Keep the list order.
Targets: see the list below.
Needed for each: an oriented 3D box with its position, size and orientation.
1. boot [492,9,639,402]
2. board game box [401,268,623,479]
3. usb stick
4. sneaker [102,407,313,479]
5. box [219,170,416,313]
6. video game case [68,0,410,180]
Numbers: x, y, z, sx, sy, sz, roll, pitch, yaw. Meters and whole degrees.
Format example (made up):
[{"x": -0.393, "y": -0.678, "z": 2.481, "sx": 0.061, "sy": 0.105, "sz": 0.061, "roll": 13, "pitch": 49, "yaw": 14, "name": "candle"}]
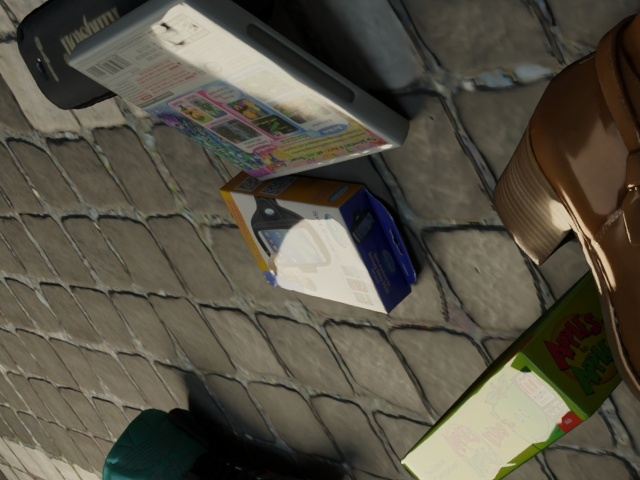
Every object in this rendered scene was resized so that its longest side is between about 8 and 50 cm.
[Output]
[{"x": 0.165, "y": 0.001, "z": 0.493, "sx": 0.197, "sy": 0.073, "sz": 0.152, "roll": 42, "pitch": 148, "yaw": 7, "name": "boot"}, {"x": 0.110, "y": 0.074, "z": 0.637, "sx": 0.043, "sy": 0.092, "sz": 0.181, "roll": 44, "pitch": 152, "yaw": 8, "name": "board game box"}, {"x": -0.116, "y": -0.131, "z": 0.750, "sx": 0.077, "sy": 0.045, "sz": 0.278, "roll": 56, "pitch": 152, "yaw": -16, "name": "usb stick"}, {"x": -0.106, "y": 0.225, "z": 1.122, "sx": 0.178, "sy": 0.124, "sz": 0.295, "roll": 39, "pitch": 154, "yaw": -2, "name": "sneaker"}, {"x": 0.000, "y": 0.000, "z": 0.772, "sx": 0.136, "sy": 0.028, "sz": 0.081, "roll": 12, "pitch": 136, "yaw": 51, "name": "box"}, {"x": -0.049, "y": -0.082, "z": 0.685, "sx": 0.143, "sy": 0.019, "sz": 0.157, "roll": 31, "pitch": 160, "yaw": -26, "name": "video game case"}]
